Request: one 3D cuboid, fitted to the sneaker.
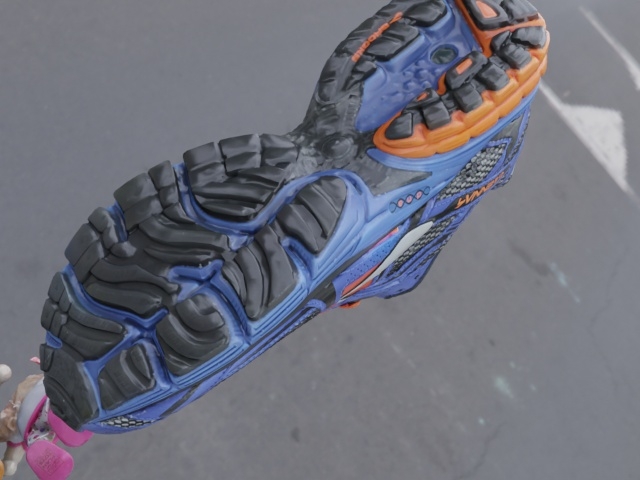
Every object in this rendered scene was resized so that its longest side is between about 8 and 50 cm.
[{"bbox_3d":[0.000,0.000,0.372,0.083,0.221,0.087,46,-14,38],"label":"sneaker"}]

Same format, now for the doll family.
[{"bbox_3d":[-0.272,0.177,0.728,0.118,0.263,0.163,32,-8,-25],"label":"doll family"}]
